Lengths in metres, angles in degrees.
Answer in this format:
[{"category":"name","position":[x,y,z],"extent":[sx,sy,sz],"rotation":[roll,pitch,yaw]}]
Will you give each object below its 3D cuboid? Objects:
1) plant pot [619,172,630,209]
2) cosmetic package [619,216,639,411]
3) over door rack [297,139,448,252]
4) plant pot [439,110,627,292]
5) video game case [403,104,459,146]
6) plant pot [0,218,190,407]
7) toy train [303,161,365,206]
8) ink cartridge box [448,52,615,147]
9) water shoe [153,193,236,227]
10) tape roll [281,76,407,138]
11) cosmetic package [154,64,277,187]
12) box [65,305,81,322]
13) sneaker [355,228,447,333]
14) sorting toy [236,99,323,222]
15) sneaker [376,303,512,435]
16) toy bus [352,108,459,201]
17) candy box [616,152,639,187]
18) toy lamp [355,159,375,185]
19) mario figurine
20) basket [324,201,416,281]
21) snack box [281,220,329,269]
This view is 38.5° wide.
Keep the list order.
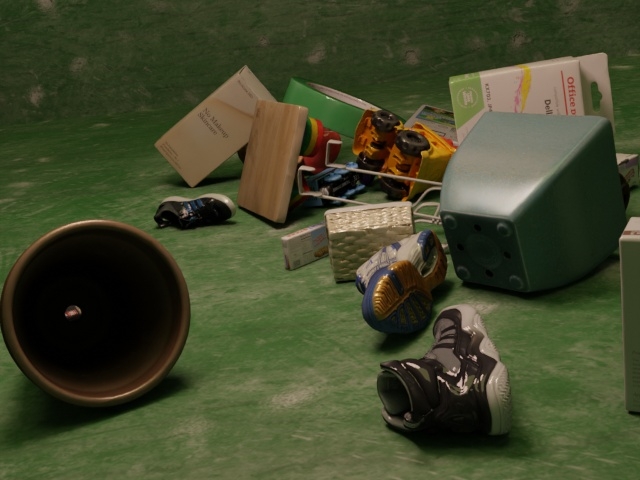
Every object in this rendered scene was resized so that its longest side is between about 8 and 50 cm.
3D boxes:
[{"category":"plant pot","position":[0.499,-0.102,1.782],"extent":[0.167,0.167,0.165],"rotation":[-12,26,-15]},{"category":"cosmetic package","position":[0.422,0.092,1.086],"extent":[0.117,0.231,0.085],"rotation":[3,21,27]},{"category":"over door rack","position":[0.124,-0.079,1.843],"extent":[0.324,0.108,0.239],"rotation":[21,23,6]},{"category":"plant pot","position":[0.339,-0.049,1.553],"extent":[0.248,0.247,0.252],"rotation":[10,40,42]},{"category":"video game case","position":[0.385,-0.263,2.334],"extent":[0.329,0.036,0.300],"rotation":[16,24,11]},{"category":"plant pot","position":[-0.348,0.108,1.370],"extent":[0.263,0.263,0.229],"rotation":[-16,1,-24]},{"category":"toy train","position":[0.030,-0.135,2.172],"extent":[0.105,0.080,0.184],"rotation":[-3,18,32]},{"category":"ink cartridge box","position":[0.476,-0.290,2.039],"extent":[0.353,0.207,0.119],"rotation":[-9,13,10]},{"category":"water shoe","position":[-0.287,-0.056,2.096],"extent":[0.203,0.073,0.080],"rotation":[-2,40,29]},{"category":"tape roll","position":[0.061,-0.330,2.362],"extent":[0.321,0.077,0.321],"rotation":[20,15,-6]},{"category":"cosmetic package","position":[-0.269,-0.300,2.429],"extent":[0.309,0.160,0.113],"rotation":[-37,14,20]},{"category":"box","position":[-0.398,0.108,1.623],"extent":[0.216,0.060,0.270],"rotation":[-15,20,-22]},{"category":"sneaker","position":[0.112,0.081,1.487],"extent":[0.131,0.112,0.296],"rotation":[-18,10,27]},{"category":"sorting toy","position":[-0.086,-0.182,2.105],"extent":[0.089,0.257,0.255],"rotation":[9,7,-27]},{"category":"sneaker","position":[0.144,0.162,1.183],"extent":[0.153,0.101,0.268],"rotation":[-6,21,-3]},{"category":"toy bus","position":[0.216,-0.214,2.151],"extent":[0.211,0.149,0.220],"rotation":[-15,47,-37]},{"category":"candy box","position":[0.564,-0.143,1.998],"extent":[0.165,0.070,0.196],"rotation":[-22,22,-38]},{"category":"toy lamp","position":[0.221,-0.206,2.310],"extent":[0.275,0.080,0.080],"rotation":[-16,20,-26]},{"category":"mario figurine","position":[-0.078,-0.275,2.466],"extent":[0.320,0.170,0.198],"rotation":[0,58,44]},{"category":"basket","position":[0.094,0.003,1.673],"extent":[0.167,0.113,0.103],"rotation":[-7,20,2]},{"category":"snack box","position":[0.000,0.000,1.792],"extent":[0.178,0.064,0.022],"rotation":[-22,23,-38]}]
